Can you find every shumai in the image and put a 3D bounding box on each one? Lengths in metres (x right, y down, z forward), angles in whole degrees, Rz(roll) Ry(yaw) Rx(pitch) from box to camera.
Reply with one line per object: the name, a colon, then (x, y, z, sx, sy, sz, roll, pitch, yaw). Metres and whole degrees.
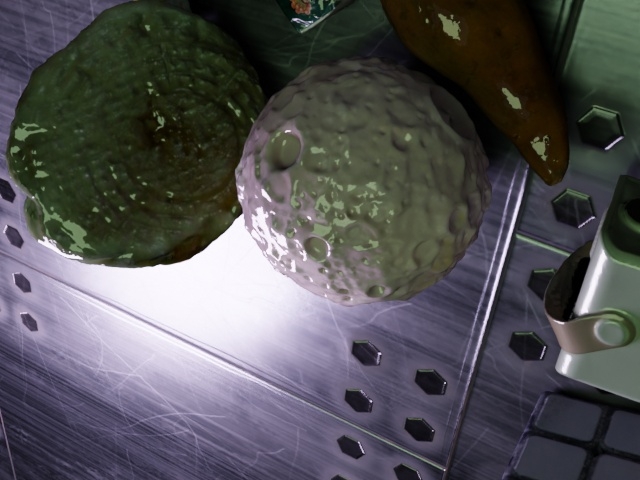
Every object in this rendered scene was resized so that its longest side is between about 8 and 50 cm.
shumai: (-0.227, -0.114, 1.014, 0.263, 0.309, 0.304, 167, 100, -71)

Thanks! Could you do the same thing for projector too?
projector: (0.344, 0.059, 0.776, 0.242, 0.163, 0.177, 18, 127, 20)

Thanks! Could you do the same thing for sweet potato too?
sweet potato: (0.135, -0.210, 0.770, 0.359, 0.112, 0.112, 44, 134, -2)

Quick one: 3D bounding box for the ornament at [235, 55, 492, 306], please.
ornament: (0.052, -0.063, 0.827, 0.259, 0.259, 0.225, 48, 122, -4)

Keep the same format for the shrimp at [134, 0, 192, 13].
shrimp: (-0.157, -0.317, 0.943, 0.166, 0.049, 0.161, -16, 109, 32)

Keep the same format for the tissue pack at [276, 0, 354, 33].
tissue pack: (-0.024, -0.306, 0.816, 0.090, 0.103, 0.170, -25, 104, 35)

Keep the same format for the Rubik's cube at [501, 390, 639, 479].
Rubik's cube: (0.356, 0.424, 0.891, 0.337, 0.344, 0.344, 10, 125, 28)

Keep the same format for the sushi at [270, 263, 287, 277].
sushi: (0.000, 0.000, 1.024, 0.150, 0.078, 0.090, -9, 114, 39)
